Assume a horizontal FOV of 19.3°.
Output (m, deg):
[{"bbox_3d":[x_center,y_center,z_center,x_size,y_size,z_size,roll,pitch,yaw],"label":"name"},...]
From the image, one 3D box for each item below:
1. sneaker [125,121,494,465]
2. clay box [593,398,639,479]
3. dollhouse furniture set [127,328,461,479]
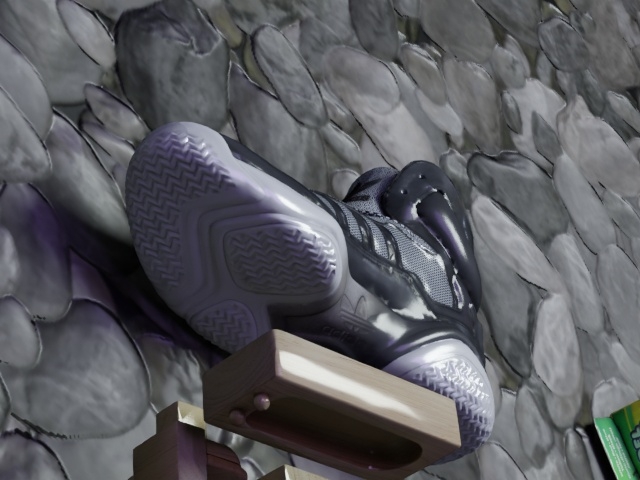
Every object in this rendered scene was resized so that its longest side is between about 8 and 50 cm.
[{"bbox_3d":[0.000,0.000,1.044,0.268,0.101,0.153,44,35,-29],"label":"sneaker"},{"bbox_3d":[0.281,0.164,1.298,0.222,0.053,0.127,2,61,-52],"label":"clay box"},{"bbox_3d":[-0.015,0.145,0.859,0.144,0.151,0.123,24,46,-37],"label":"dollhouse furniture set"}]
